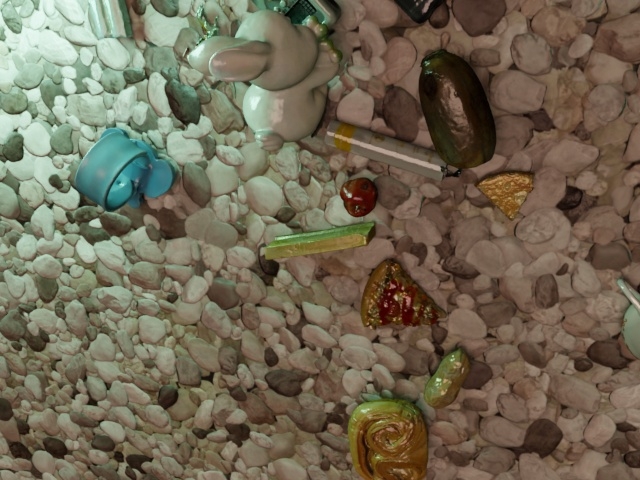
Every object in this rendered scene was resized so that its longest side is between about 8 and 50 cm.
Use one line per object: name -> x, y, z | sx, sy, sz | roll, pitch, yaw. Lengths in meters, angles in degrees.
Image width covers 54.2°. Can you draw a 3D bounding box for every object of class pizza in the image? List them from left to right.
pizza -> 0.192, 0.148, 1.430 | 0.198, 0.062, 0.188 | 18, 117, 10
pizza -> 0.383, -0.092, 1.294 | 0.122, 0.026, 0.109 | -7, 111, 18

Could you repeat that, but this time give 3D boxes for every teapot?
teapot -> 0.688, 0.174, 1.262 | 0.159, 0.116, 0.246 | -37, 90, 37

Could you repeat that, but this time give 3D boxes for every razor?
razor -> 0.170, -0.494, 1.193 | 0.148, 0.054, 0.090 | 45, 117, -1

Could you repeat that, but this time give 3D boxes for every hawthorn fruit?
hawthorn fruit -> 0.083, -0.092, 1.357 | 0.093, 0.093, 0.093 | 6, 112, 16

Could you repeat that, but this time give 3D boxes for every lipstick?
lipstick -> 0.140, -0.190, 1.317 | 0.263, 0.059, 0.059 | 19, 115, 11

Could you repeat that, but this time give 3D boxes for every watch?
watch -> -0.474, -0.152, 1.458 | 0.210, 0.193, 0.211 | 6, 110, 17

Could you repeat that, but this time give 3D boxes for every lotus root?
lotus root -> 0.266, -0.251, 1.216 | 0.122, 0.124, 0.241 | -13, 108, 24

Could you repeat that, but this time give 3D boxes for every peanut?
peanut -> 0.295, 0.326, 1.452 | 0.080, 0.080, 0.175 | 26, 118, 7

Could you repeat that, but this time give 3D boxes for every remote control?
remote control -> -0.097, -0.515, 1.221 | 0.296, 0.056, 0.140 | 44, 142, -16

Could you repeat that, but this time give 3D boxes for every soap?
soap -> 0.000, 0.001, 1.418 | 0.251, 0.092, 0.037 | -8, 106, 21

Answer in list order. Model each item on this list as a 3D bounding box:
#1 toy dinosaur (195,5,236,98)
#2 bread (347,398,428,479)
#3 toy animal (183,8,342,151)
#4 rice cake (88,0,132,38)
toy dinosaur -> -0.232, -0.411, 1.370 | 0.106, 0.044, 0.187 | 16, 128, 26
bread -> 0.166, 0.494, 1.537 | 0.198, 0.120, 0.236 | 0, 109, 17
toy animal -> -0.098, -0.323, 1.219 | 0.182, 0.310, 0.247 | 37, 74, 22
rice cake -> -0.482, -0.562, 1.389 | 0.085, 0.040, 0.226 | -4, 109, 19
